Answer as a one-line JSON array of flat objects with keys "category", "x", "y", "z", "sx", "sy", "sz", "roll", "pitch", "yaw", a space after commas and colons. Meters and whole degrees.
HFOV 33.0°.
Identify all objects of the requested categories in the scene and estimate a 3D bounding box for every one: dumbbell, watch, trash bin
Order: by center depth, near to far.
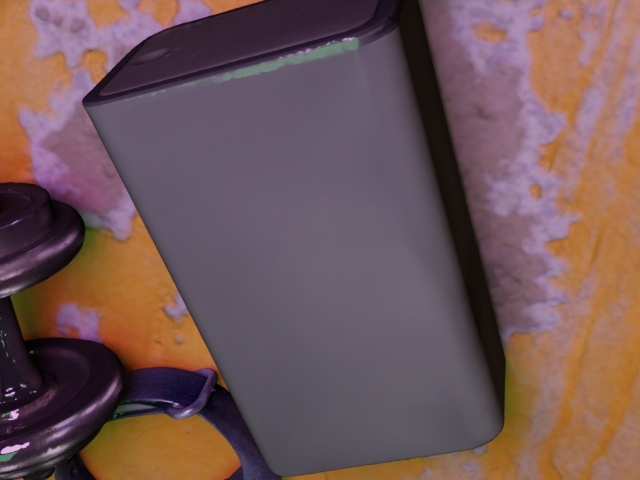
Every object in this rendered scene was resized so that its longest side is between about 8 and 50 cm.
[{"category": "trash bin", "x": 0.000, "y": 0.000, "z": 0.813, "sx": 0.222, "sy": 0.158, "sz": 0.344, "roll": -11, "pitch": 114, "yaw": 16}, {"category": "dumbbell", "x": -0.269, "y": 0.074, "z": 0.881, "sx": 0.192, "sy": 0.192, "sz": 0.290, "roll": -4, "pitch": 114, "yaw": 13}, {"category": "watch", "x": -0.145, "y": 0.203, "z": 0.997, "sx": 0.193, "sy": 0.068, "sz": 0.206, "roll": 37, "pitch": 119, "yaw": -9}]
